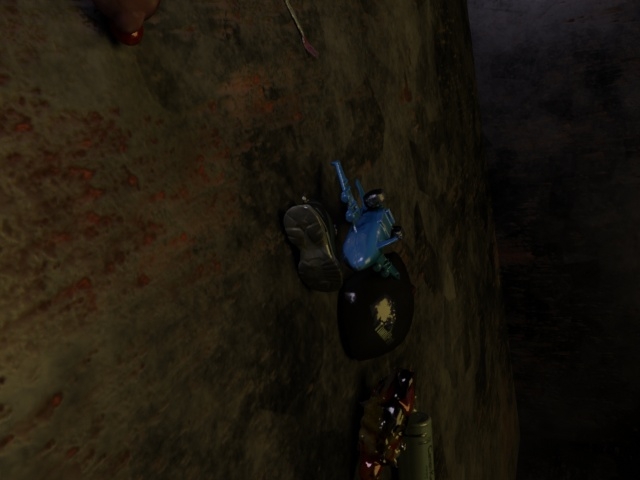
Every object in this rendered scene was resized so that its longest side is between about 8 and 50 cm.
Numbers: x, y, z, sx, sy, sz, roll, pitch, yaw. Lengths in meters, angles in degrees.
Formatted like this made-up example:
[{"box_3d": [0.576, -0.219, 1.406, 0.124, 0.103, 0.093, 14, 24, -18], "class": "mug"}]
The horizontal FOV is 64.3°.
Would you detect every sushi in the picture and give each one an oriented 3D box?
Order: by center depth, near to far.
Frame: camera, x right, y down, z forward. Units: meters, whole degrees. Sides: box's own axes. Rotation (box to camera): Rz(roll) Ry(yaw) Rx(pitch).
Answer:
[{"box_3d": [0.124, 0.355, 0.990, 0.103, 0.097, 0.226, 46, 62, -44], "class": "sushi"}]

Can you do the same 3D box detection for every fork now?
[{"box_3d": [-0.035, -0.360, 0.862, 0.115, 0.012, 0.016, 53, 38, -39], "class": "fork"}]

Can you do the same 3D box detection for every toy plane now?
[{"box_3d": [0.085, -0.018, 0.886, 0.254, 0.105, 0.271, 60, 12, -17], "class": "toy plane"}]

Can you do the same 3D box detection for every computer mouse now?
[{"box_3d": [0.135, 0.129, 1.033, 0.269, 0.100, 0.170, -33, 118, -59], "class": "computer mouse"}]

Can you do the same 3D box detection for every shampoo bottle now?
[{"box_3d": [0.217, 0.529, 1.158, 0.085, 0.085, 0.262, -7, 94, -63], "class": "shampoo bottle"}]

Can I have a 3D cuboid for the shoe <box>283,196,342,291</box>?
[{"box_3d": [0.000, 0.000, 0.826, 0.099, 0.071, 0.169, -64, 140, -54], "class": "shoe"}]

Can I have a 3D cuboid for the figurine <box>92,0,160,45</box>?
[{"box_3d": [-0.187, -0.239, 0.487, 0.067, 0.071, 0.083, -2, 78, -22], "class": "figurine"}]
